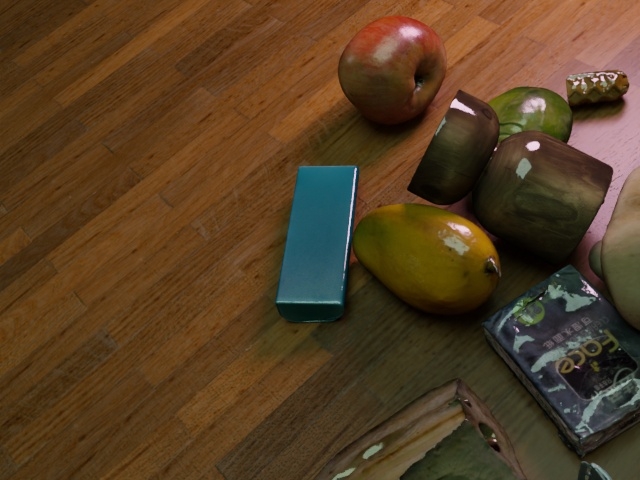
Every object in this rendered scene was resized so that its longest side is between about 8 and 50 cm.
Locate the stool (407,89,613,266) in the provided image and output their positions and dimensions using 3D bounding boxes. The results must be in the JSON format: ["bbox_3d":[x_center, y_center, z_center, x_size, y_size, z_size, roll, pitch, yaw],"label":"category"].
[{"bbox_3d":[0.291,-0.096,1.223,0.264,0.179,0.179,29,64,5],"label":"stool"}]

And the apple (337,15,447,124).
[{"bbox_3d":[0.135,-0.324,1.500,0.209,0.209,0.164,-44,49,-16],"label":"apple"}]

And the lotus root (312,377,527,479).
[{"bbox_3d":[0.120,0.339,1.048,0.314,0.142,0.210,-35,13,-3],"label":"lotus root"}]

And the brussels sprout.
[{"bbox_3d":[0.346,-0.189,1.356,0.161,0.144,0.180,22,72,20],"label":"brussels sprout"}]

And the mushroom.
[{"bbox_3d":[0.485,0.012,1.118,0.260,0.254,0.234,-7,-2,-33],"label":"mushroom"}]

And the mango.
[{"bbox_3d":[0.160,0.026,1.241,0.119,0.176,0.317,-29,31,-31],"label":"mango"}]

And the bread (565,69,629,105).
[{"bbox_3d":[0.502,-0.279,1.427,0.110,0.060,0.066,-7,24,15],"label":"bread"}]

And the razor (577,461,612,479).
[{"bbox_3d":[0.258,0.369,0.973,0.232,0.106,0.068,-26,49,-8],"label":"razor"}]

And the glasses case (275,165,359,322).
[{"bbox_3d":[0.002,0.000,1.383,0.117,0.070,0.301,1,52,12],"label":"glasses case"}]

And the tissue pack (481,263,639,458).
[{"bbox_3d":[0.366,0.166,1.125,0.173,0.073,0.235,-31,50,-4],"label":"tissue pack"}]
